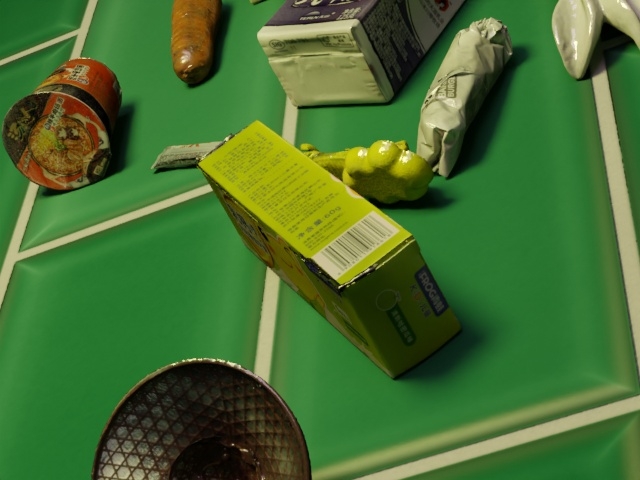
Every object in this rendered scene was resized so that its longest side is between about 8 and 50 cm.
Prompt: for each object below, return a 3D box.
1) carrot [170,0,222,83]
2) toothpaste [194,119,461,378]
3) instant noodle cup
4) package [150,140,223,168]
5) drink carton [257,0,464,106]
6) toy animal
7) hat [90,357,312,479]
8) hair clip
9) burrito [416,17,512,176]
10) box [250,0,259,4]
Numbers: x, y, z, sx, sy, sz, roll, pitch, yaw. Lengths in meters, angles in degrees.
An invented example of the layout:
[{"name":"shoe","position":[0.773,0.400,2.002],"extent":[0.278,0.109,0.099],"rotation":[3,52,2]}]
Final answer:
[{"name":"carrot","position":[-0.152,-0.250,1.979],"extent":[0.060,0.060,0.186],"rotation":[-18,38,18]},{"name":"toothpaste","position":[0.000,0.000,1.462],"extent":[0.077,0.110,0.327],"rotation":[-37,33,-9]},{"name":"instant noodle cup","position":[-0.283,-0.142,1.888],"extent":[0.127,0.127,0.135],"rotation":[-17,26,19]},{"name":"package","position":[-0.136,-0.092,1.785],"extent":[0.110,0.015,0.037],"rotation":[-2,41,34]},{"name":"drink carton","position":[0.054,-0.248,1.777],"extent":[0.134,0.102,0.222],"rotation":[-1,41,41]},{"name":"toy animal","position":[0.261,-0.266,1.616],"extent":[0.104,0.130,0.220],"rotation":[-12,36,1]},{"name":"hat","position":[-0.078,0.192,1.298],"extent":[0.193,0.082,0.193],"rotation":[-6,77,25]},{"name":"hair clip","position":[0.038,-0.067,1.563],"extent":[0.173,0.072,0.046],"rotation":[7,56,49]},{"name":"burrito","position":[0.136,-0.145,1.604],"extent":[0.064,0.064,0.203],"rotation":[-5,40,33]},{"name":"box","position":[-0.022,-0.398,1.975],"extent":[0.212,0.168,0.095],"rotation":[-16,39,20]}]
